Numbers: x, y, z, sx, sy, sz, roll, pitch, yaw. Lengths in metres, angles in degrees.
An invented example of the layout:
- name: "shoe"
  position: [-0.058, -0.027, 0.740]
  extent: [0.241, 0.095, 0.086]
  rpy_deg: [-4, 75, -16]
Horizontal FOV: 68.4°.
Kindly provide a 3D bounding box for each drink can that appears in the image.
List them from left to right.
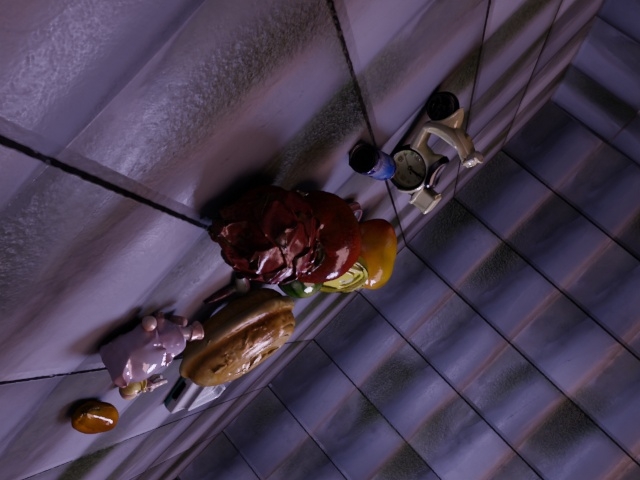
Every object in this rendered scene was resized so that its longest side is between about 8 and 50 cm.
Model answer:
- name: "drink can"
  position: [0.172, -0.248, 1.514]
  extent: [0.097, 0.097, 0.235]
  rpy_deg: [-50, 164, 17]

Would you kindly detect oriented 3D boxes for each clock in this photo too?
- name: "clock"
  position: [-0.482, 0.592, 1.940]
  extent: [0.262, 0.116, 0.231]
  rpy_deg: [-54, 161, 25]
- name: "clock"
  position: [0.042, 0.110, 1.814]
  extent: [0.293, 0.071, 0.277]
  rpy_deg: [29, 138, -31]
- name: "clock"
  position: [0.063, -0.053, 1.793]
  extent: [0.244, 0.056, 0.244]
  rpy_deg: [-41, 164, -14]
- name: "clock"
  position: [0.406, -0.300, 1.656]
  extent: [0.120, 0.276, 0.379]
  rpy_deg: [-29, 161, -48]

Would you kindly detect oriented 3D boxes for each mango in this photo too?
- name: "mango"
  position: [-0.660, 0.508, 1.365]
  extent: [0.105, 0.084, 0.159]
  rpy_deg: [-28, 142, -3]

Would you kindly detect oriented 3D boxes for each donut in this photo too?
- name: "donut"
  position: [-0.276, 0.336, 1.618]
  extent: [0.448, 0.198, 0.449]
  rpy_deg: [-33, 164, -11]

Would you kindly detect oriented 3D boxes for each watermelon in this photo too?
- name: "watermelon"
  position: [-0.075, 0.095, 1.612]
  extent: [0.188, 0.188, 0.215]
  rpy_deg: [-39, 123, -19]

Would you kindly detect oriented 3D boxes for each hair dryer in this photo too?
- name: "hair dryer"
  position: [-0.292, 0.159, 1.470]
  extent: [0.154, 0.054, 0.106]
  rpy_deg: [-34, 157, -20]

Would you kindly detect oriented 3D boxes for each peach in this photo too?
- name: "peach"
  position: [0.187, 0.057, 2.015]
  extent: [0.289, 0.288, 0.308]
  rpy_deg: [63, 34, -73]

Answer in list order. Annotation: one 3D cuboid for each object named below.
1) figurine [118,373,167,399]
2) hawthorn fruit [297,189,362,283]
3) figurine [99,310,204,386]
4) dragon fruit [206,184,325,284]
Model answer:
- name: "figurine"
  position: [-0.558, 0.445, 1.480]
  extent: [0.083, 0.083, 0.187]
  rpy_deg: [-49, 157, 16]
- name: "hawthorn fruit"
  position: [0.000, 0.000, 1.407]
  extent: [0.275, 0.275, 0.299]
  rpy_deg: [-45, 155, 2]
- name: "figurine"
  position: [-0.440, 0.278, 1.237]
  extent: [0.276, 0.133, 0.200]
  rpy_deg: [-25, 152, -51]
- name: "dragon fruit"
  position: [-0.121, -0.017, 1.122]
  extent: [0.298, 0.244, 0.244]
  rpy_deg: [15, 122, -43]
